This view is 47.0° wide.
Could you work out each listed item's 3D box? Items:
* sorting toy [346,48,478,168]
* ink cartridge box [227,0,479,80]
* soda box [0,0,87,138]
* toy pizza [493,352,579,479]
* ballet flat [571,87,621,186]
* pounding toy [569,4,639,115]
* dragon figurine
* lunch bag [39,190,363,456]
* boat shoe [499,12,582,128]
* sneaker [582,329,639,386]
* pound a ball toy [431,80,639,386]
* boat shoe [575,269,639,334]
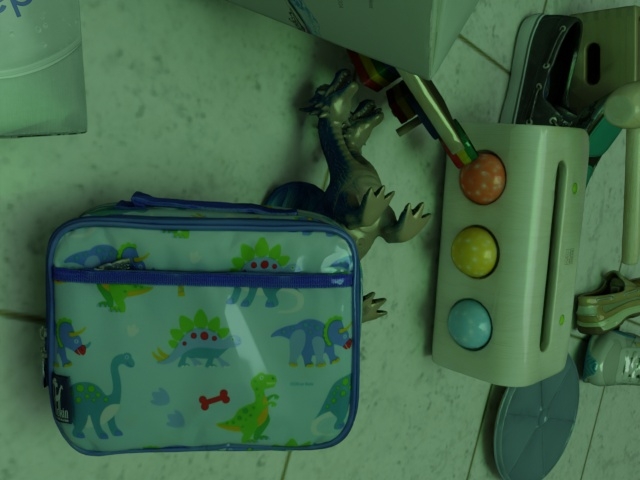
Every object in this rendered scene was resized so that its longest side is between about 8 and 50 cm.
[{"bbox_3d":[0.063,-0.152,0.657,0.046,0.132,0.275,-31,115,16],"label":"sorting toy"},{"bbox_3d":[0.009,-0.250,0.475,0.171,0.232,0.168,-59,163,-17],"label":"ink cartridge box"},{"bbox_3d":[-0.202,-0.203,0.415,0.091,0.098,0.287,-10,106,-41],"label":"soda box"},{"bbox_3d":[0.292,0.238,1.009,0.201,0.032,0.202,-11,106,-40],"label":"toy pizza"},{"bbox_3d":[0.314,-0.111,0.903,0.070,0.070,0.189,-3,125,-42],"label":"ballet flat"},{"bbox_3d":[0.400,-0.257,0.974,0.206,0.094,0.181,-12,102,-51],"label":"pounding toy"},{"bbox_3d":[0.000,0.000,0.645,0.085,0.144,0.289,17,101,-37],"label":"dragon figurine"},{"bbox_3d":[-0.081,0.058,0.522,0.218,0.090,0.176,3,100,-6],"label":"lunch bag"},{"bbox_3d":[0.271,-0.156,0.878,0.080,0.076,0.229,7,94,-43],"label":"boat shoe"},{"bbox_3d":[0.484,0.185,1.135,0.228,0.092,0.088,1,99,-42],"label":"sneaker"},{"bbox_3d":[0.223,-0.008,0.774,0.135,0.208,0.320,-6,103,-42],"label":"pound a ball toy"},{"bbox_3d":[0.451,0.079,1.105,0.189,0.068,0.072,-20,100,-39],"label":"boat shoe"}]
